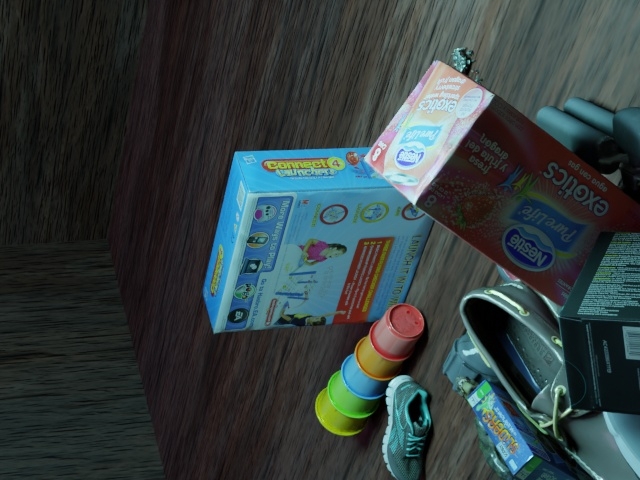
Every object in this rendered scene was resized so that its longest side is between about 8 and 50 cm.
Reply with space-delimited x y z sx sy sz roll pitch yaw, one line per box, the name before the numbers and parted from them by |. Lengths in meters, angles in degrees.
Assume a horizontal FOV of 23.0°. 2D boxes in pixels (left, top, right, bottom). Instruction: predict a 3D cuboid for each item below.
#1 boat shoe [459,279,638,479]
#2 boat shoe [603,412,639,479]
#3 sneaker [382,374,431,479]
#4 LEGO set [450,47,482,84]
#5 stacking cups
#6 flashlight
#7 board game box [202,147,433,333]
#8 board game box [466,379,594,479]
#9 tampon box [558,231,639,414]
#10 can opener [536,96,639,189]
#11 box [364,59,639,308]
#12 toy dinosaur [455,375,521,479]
boat shoe | 0.272 0.170 1.770 0.324 0.096 0.117 57 135 34
boat shoe | 0.379 0.246 1.619 0.306 0.113 0.105 57 164 32
sneaker | 0.135 0.290 2.377 0.076 0.065 0.167 -175 80 -66
LEGO set | 0.196 -0.236 2.163 0.083 0.023 0.054 -124 36 -55
stacking cups | 0.076 0.203 2.470 0.316 0.096 0.096 118 144 -56
flashlight | 0.233 0.086 1.987 0.103 0.103 0.304 55 144 26
board game box | 0.000 0.000 2.342 0.308 0.301 0.086 107 152 -44
board game box | 0.267 0.251 1.816 0.035 0.201 0.136 -47 36 13
tampon box | 0.318 0.083 1.597 0.161 0.101 0.120 -53 -43 -49
can opener | 0.326 -0.119 1.741 0.280 0.074 0.093 -141 37 -67
box | 0.217 -0.046 1.700 0.142 0.300 0.154 -53 29 6
toy dinosaur | 0.248 0.286 2.043 0.118 0.064 0.268 17 130 49
